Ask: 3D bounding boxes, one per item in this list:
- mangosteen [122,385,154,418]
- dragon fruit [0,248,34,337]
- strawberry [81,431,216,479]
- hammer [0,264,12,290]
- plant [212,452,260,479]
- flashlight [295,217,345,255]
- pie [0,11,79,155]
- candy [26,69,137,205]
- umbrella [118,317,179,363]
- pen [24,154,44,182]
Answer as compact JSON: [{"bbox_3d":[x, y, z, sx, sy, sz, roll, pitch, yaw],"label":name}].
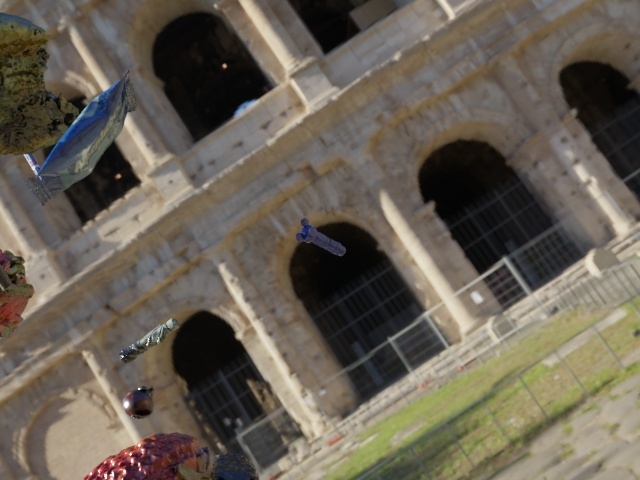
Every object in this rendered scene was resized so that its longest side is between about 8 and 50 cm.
[{"bbox_3d":[-0.454,0.406,1.855,0.081,0.081,0.081,-32,-9,-6],"label":"mangosteen"},{"bbox_3d":[-0.860,0.137,1.880,0.303,0.231,0.237,-20,-21,32],"label":"dragon fruit"},{"bbox_3d":[-0.430,0.563,1.809,0.336,0.149,0.265,-12,-29,6],"label":"strawberry"},{"bbox_3d":[-0.784,-0.051,1.637,0.111,0.365,0.043,-28,6,40],"label":"hammer"},{"bbox_3d":[-0.250,0.699,1.973,0.199,0.188,0.276,6,17,-5],"label":"plant"},{"bbox_3d":[0.000,0.000,1.613,0.035,0.121,0.057,-22,45,56],"label":"flashlight"},{"bbox_3d":[-0.732,-0.345,1.720,0.296,0.078,0.371,-25,-38,-20],"label":"pie"},{"bbox_3d":[-0.510,-0.215,1.615,0.331,0.077,0.187,-57,0,-19],"label":"candy"},{"bbox_3d":[-0.465,0.277,2.028,0.188,0.050,0.046,-33,-26,9],"label":"umbrella"},{"bbox_3d":[-0.899,-0.244,2.321,0.025,0.204,0.025,-26,-37,-22],"label":"pen"}]
